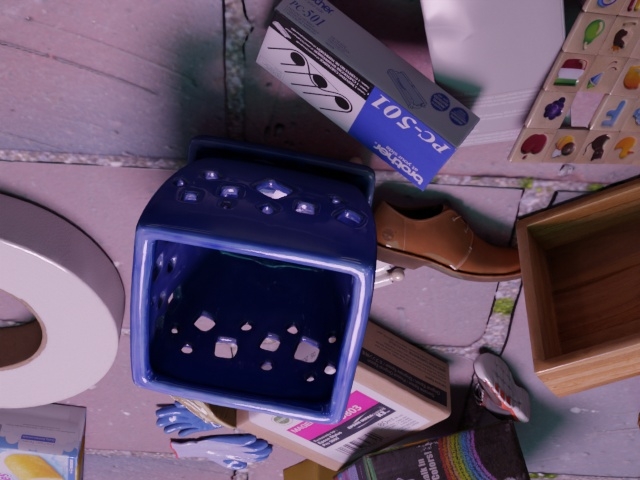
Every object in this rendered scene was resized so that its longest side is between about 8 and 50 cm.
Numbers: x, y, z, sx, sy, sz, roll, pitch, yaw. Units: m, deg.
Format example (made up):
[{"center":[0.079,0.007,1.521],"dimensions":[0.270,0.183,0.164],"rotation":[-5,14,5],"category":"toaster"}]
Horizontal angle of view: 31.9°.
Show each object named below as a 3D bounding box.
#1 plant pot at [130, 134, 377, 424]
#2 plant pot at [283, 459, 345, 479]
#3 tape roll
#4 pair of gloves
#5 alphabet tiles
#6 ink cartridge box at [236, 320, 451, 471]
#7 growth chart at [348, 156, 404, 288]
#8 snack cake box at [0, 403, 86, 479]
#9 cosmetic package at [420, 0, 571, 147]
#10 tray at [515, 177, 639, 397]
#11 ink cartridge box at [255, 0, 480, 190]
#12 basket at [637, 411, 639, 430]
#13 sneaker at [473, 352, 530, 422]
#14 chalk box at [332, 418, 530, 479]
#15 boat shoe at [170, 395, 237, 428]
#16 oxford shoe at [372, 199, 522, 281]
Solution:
[{"center":[-0.060,0.027,1.182],"dimensions":[0.235,0.212,0.236],"rotation":[11,129,3],"category":"plant pot"},{"center":[-0.006,0.399,1.755],"dimensions":[0.081,0.083,0.081],"rotation":[-32,129,33],"category":"plant pot"},{"center":[-0.442,0.081,1.408],"dimensions":[0.391,0.072,0.392],"rotation":[2,140,2],"category":"tape roll"},{"center":[-0.158,0.294,1.686],"dimensions":[0.159,0.023,0.198],"rotation":[-2,139,6],"category":"pair of gloves"},{"center":[0.305,-0.153,1.046],"dimensions":[0.237,0.009,0.198],"rotation":[-2,130,-31],"category":"alphabet tiles"},{"center":[0.029,0.211,1.526],"dimensions":[0.193,0.088,0.234],"rotation":[29,135,-29],"category":"ink cartridge box"},{"center":[0.000,0.000,1.325],"dimensions":[0.171,0.021,0.237],"rotation":[-10,139,16],"category":"growth chart"},{"center":[-0.442,0.350,1.716],"dimensions":[0.152,0.089,0.264],"rotation":[7,140,-7],"category":"snack cake box"},{"center":[0.157,-0.202,1.014],"dimensions":[0.127,0.107,0.238],"rotation":[-5,137,9],"category":"cosmetic package"},{"center":[0.417,0.012,1.173],"dimensions":[0.410,0.203,0.076],"rotation":[-21,139,26],"category":"tray"},{"center":[0.040,-0.142,1.046],"dimensions":[0.207,0.046,0.097],"rotation":[38,155,1],"category":"ink cartridge box"},{"center":[0.586,0.258,1.452],"dimensions":[0.299,0.214,0.223],"rotation":[1,139,2],"category":"basket"},{"center":[0.235,0.211,1.538],"dimensions":[0.064,0.061,0.158],"rotation":[-13,137,28],"category":"sneaker"},{"center":[0.132,0.377,1.547],"dimensions":[0.288,0.180,0.179],"rotation":[-10,162,-17],"category":"chalk box"},{"center":[-0.173,0.218,1.573],"dimensions":[0.048,0.056,0.153],"rotation":[-21,134,39],"category":"boat shoe"},{"center":[0.153,0.000,1.285],"dimensions":[0.212,0.076,0.076],"rotation":[11,104,-23],"category":"oxford shoe"}]
